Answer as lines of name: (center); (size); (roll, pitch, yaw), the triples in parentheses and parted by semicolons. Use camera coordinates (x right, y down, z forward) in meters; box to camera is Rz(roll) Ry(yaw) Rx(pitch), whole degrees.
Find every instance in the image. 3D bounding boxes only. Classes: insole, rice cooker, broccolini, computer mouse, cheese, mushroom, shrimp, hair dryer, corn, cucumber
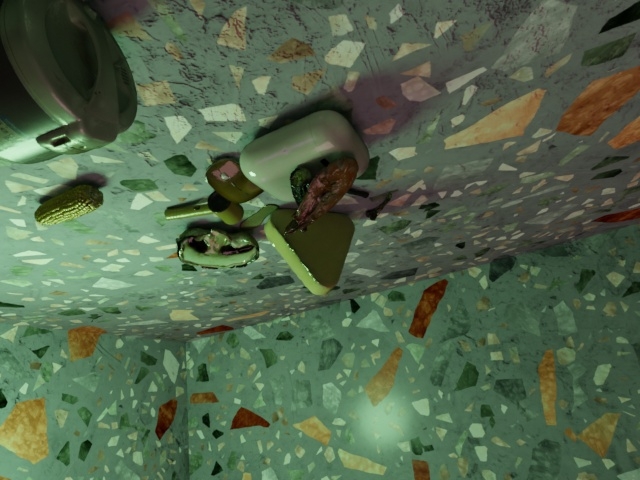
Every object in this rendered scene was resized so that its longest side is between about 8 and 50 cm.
insole: (-0.256, -0.090, 1.753); (0.086, 0.005, 0.253); (8, 152, -37)
rice cooker: (-0.510, -0.294, 0.794); (0.277, 0.288, 0.288); (-13, 158, 14)
broccolini: (0.252, -0.146, 1.789); (0.052, 0.054, 0.194); (-31, 166, -37)
computer mouse: (-0.275, -0.188, 1.423); (0.126, 0.056, 0.245); (-29, 152, 11)
cheese: (0.001, 0.001, 1.758); (0.384, 0.384, 0.104); (3, 148, -26)
mushroom: (-0.431, 0.016, 1.804); (0.344, 0.130, 0.247); (-1, 141, -23)
shrimp: (-0.005, -0.120, 1.211); (0.294, 0.062, 0.154); (-50, 151, 6)
hair dryer: (-0.429, -0.106, 1.566); (0.279, 0.090, 0.135); (-7, 161, 11)
corn: (-0.812, -0.109, 1.383); (0.260, 0.091, 0.091); (-17, 121, 21)
cucumber: (-0.048, -0.133, 1.278); (0.067, 0.067, 0.245); (-9, 158, 1)

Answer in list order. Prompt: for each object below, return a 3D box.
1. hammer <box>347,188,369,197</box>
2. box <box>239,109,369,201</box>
hammer: (0.095, -0.192, 1.617); (0.246, 0.029, 0.103); (7, 154, -37)
box: (-0.043, -0.241, 1.289); (0.349, 0.141, 0.289); (-18, 155, 21)
